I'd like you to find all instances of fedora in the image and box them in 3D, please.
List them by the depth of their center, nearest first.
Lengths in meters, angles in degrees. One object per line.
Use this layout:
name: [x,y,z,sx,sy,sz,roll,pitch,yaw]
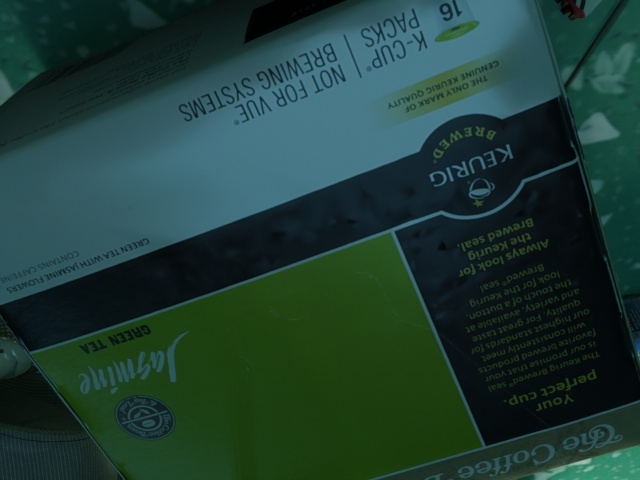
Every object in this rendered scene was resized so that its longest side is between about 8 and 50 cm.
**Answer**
fedora: [-0.282,0.201,0.706,0.276,0.244,0.124,11,101,23]

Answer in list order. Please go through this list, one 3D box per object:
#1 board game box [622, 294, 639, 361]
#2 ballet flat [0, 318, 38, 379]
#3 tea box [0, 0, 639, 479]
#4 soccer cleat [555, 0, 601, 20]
board game box: [0.295,0.131,0.781,0.194,0.060,0.194,0,129,-3]
ballet flat: [-0.330,0.102,0.699,0.206,0.067,0.073,6,127,-10]
tea box: [0.000,0.000,0.517,0.329,0.220,0.323,-19,117,11]
soccer cleat: [0.173,-0.191,0.532,0.036,0.029,0.083,-36,127,12]
